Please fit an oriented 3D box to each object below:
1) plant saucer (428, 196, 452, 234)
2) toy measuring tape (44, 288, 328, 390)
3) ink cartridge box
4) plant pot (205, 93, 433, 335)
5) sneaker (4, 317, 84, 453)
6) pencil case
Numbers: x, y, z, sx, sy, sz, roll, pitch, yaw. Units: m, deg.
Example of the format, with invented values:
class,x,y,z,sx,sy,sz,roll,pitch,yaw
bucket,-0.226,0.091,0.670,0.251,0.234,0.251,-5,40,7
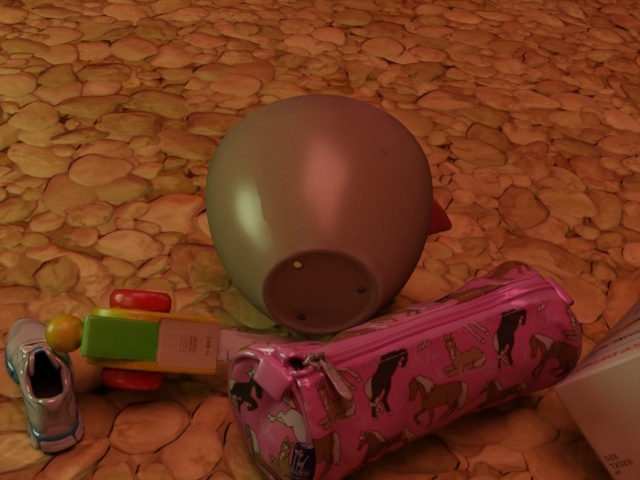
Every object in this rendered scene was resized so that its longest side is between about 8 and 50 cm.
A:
class,x,y,z,sx,sy,sz,roll,pitch,yaw
plant saucer,0.032,-0.082,1.322,0.258,0.048,0.259,-13,42,-25
toy measuring tape,-0.151,0.119,0.996,0.330,0.121,0.121,8,33,-27
ink cartridge box,0.406,0.147,0.923,0.232,0.171,0.168,-31,84,-41
plant pot,0.000,0.000,1.014,0.284,0.284,0.191,4,39,-4
sneaker,-0.303,0.136,0.946,0.071,0.083,0.191,-15,41,-24
pencil case,0.099,0.136,0.927,0.386,0.160,0.167,-14,4,-30
